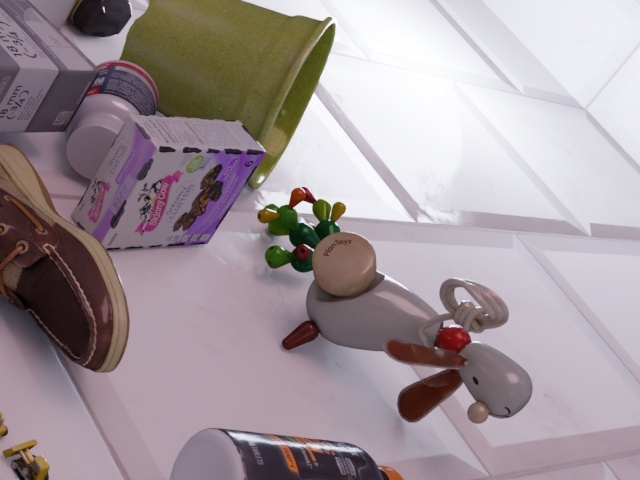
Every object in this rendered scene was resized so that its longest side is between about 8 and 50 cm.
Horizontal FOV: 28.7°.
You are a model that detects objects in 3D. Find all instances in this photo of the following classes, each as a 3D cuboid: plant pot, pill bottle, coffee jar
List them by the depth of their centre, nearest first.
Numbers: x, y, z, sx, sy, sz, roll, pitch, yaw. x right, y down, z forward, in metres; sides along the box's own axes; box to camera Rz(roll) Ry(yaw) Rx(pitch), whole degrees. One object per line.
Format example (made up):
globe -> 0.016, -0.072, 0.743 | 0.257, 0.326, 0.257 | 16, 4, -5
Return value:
pill bottle -> -0.023, 0.266, 1.278 | 0.245, 0.130, 0.130 | 14, 35, -39
pill bottle -> -0.279, -0.157, 1.659 | 0.108, 0.108, 0.180 | 29, 27, -15
plant pot -> -0.147, -0.254, 1.840 | 0.254, 0.276, 0.276 | 27, 27, 4
coffee jar -> -0.379, -0.397, 1.949 | 0.184, 0.079, 0.096 | 47, 21, 20

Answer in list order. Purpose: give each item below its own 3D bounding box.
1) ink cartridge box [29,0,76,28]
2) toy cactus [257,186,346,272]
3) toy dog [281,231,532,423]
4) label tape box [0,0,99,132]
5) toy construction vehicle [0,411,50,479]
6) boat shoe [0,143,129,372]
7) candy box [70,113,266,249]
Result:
ink cartridge box -> -0.469, -0.405, 1.855 | 0.191, 0.082, 0.139 | 46, 28, 20
toy cactus -> 0.000, 0.000, 1.755 | 0.180, 0.112, 0.219 | 40, 18, 0
toy dog -> 0.085, 0.133, 1.572 | 0.333, 0.161, 0.220 | 23, -29, 42
label tape box -> -0.454, -0.236, 1.464 | 0.240, 0.106, 0.333 | 43, 22, 16
toy construction vehicle -> -0.304, 0.188, 1.167 | 0.098, 0.035, 0.086 | 49, 29, 22
boat shoe -> -0.325, 0.018, 1.333 | 0.123, 0.123, 0.342 | -6, 45, -42
candy box -> -0.189, -0.072, 1.569 | 0.196, 0.165, 0.070 | -4, 46, -51
